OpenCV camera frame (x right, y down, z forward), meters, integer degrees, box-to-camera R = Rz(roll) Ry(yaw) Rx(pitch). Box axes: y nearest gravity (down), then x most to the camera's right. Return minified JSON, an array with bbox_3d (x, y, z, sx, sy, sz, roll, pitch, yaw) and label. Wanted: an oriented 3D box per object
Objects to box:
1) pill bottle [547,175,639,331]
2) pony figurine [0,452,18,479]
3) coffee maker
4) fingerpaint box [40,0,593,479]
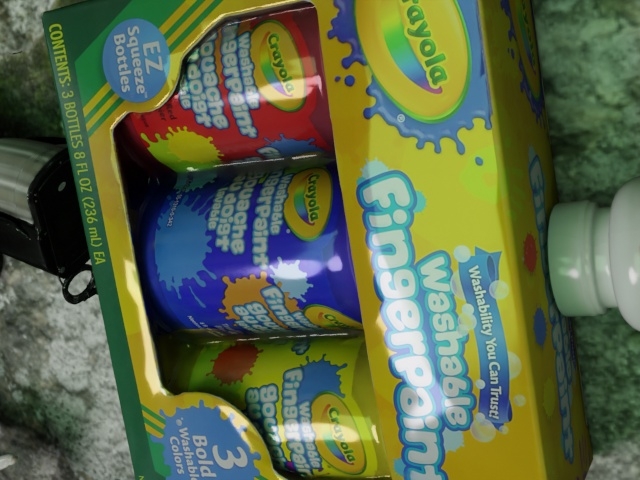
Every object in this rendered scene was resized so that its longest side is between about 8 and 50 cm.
[{"bbox_3d":[0.275,0.008,0.683,0.208,0.117,0.117,-5,100,26],"label":"pill bottle"},{"bbox_3d":[-0.488,0.245,1.046,0.351,0.303,0.363,-50,62,15],"label":"pony figurine"},{"bbox_3d":[-0.317,-0.033,0.961,0.178,0.120,0.171,17,109,22],"label":"coffee maker"},{"bbox_3d":[0.000,0.000,0.788,0.371,0.163,0.444,-4,100,27],"label":"fingerpaint box"}]
